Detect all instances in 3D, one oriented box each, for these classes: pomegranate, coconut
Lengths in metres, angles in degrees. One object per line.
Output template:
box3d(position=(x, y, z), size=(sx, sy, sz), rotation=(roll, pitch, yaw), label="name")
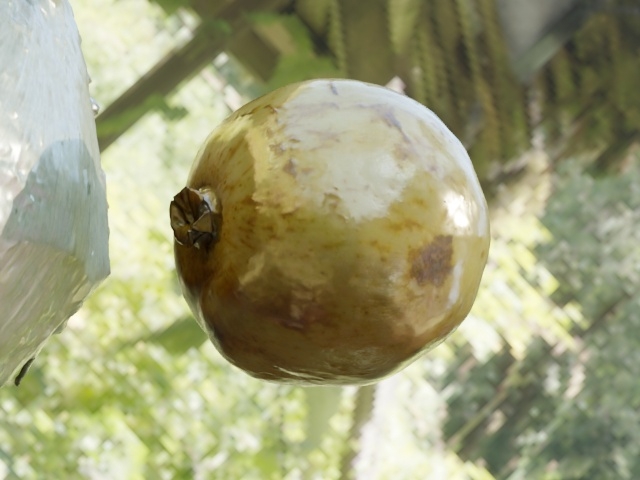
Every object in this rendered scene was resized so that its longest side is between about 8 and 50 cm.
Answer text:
box3d(position=(0.000, 0.000, 1.218), size=(0.215, 0.215, 0.215), rotation=(47, -6, 7), label="pomegranate")
box3d(position=(-0.318, -0.062, 1.240), size=(0.404, 0.404, 0.404), rotation=(47, -6, 7), label="coconut")
